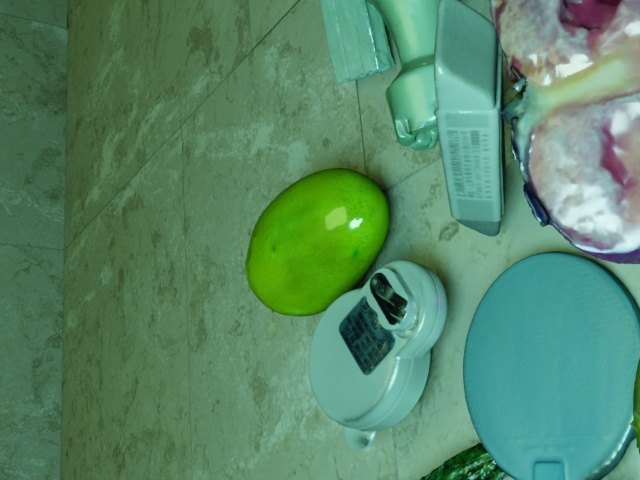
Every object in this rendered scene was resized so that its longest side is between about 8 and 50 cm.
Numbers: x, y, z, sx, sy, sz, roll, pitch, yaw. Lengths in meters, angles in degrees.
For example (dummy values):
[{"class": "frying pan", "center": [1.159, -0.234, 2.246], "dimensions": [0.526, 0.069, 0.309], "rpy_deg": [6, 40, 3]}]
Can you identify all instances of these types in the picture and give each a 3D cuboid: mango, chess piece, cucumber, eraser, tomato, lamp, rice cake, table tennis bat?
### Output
[{"class": "mango", "center": [-0.003, -0.005, 1.211], "dimensions": [0.273, 0.149, 0.185], "rpy_deg": [-48, 38, 36]}, {"class": "chess piece", "center": [0.122, -0.271, 1.045], "dimensions": [0.194, 0.194, 0.299], "rpy_deg": [-28, 70, 54]}, {"class": "cucumber", "center": [0.140, 0.305, 0.997], "dimensions": [0.293, 0.067, 0.067], "rpy_deg": [-55, 41, 36]}, {"class": "eraser", "center": [0.154, -0.105, 0.846], "dimensions": [0.352, 0.061, 0.089], "rpy_deg": [64, -150, -64]}, {"class": "tomato", "center": [0.307, -0.140, 0.711], "dimensions": [0.289, 0.176, 0.335], "rpy_deg": [-16, 78, 25]}, {"class": "lamp", "center": [0.080, 0.133, 1.062], "dimensions": [0.246, 0.108, 0.179], "rpy_deg": [-58, 45, 27]}, {"class": "rice cake", "center": [0.043, -0.342, 1.229], "dimensions": [0.124, 0.038, 0.211], "rpy_deg": [-2, 106, 57]}, {"class": "table tennis bat", "center": [0.232, 0.170, 0.857], "dimensions": [0.215, 0.044, 0.329], "rpy_deg": [-15, 64, 44]}]

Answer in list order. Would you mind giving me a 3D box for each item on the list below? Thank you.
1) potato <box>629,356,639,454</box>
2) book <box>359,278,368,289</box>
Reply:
[{"class": "potato", "center": [0.340, 0.084, 0.632], "dimensions": [0.176, 0.141, 0.298], "rpy_deg": [38, 122, 29]}, {"class": "book", "center": [0.090, 0.137, 1.159], "dimensions": [0.172, 0.012, 0.118], "rpy_deg": [33, 111, 56]}]
